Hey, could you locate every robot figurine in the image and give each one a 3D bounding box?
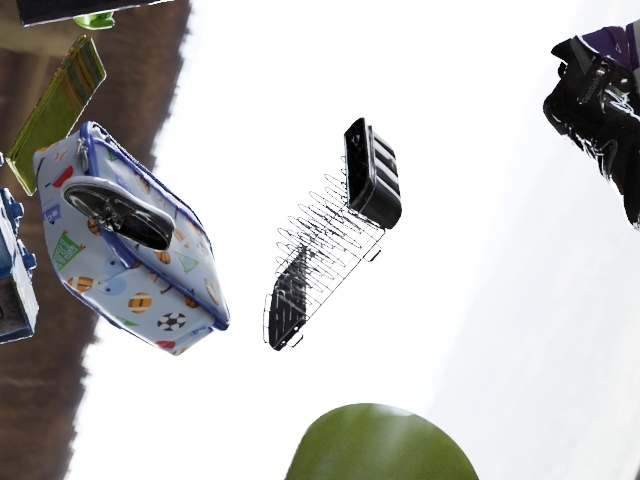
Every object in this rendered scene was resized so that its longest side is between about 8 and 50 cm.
[{"bbox_3d":[-0.351,-0.369,2.098,0.067,0.101,0.115,-32,-16,-17],"label":"robot figurine"}]

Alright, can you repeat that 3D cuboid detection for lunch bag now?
[{"bbox_3d":[-0.239,-0.007,1.736,0.303,0.115,0.243,47,-159,-47],"label":"lunch bag"}]

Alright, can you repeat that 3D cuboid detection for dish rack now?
[{"bbox_3d":[0.000,0.000,1.678,0.271,0.074,0.208,-49,17,23],"label":"dish rack"}]

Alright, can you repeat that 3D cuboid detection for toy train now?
[{"bbox_3d":[-0.284,-0.004,1.124,0.105,0.080,0.184,-109,6,-63],"label":"toy train"}]

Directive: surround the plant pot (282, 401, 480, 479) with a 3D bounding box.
[{"bbox_3d":[0.040,0.399,1.742,0.293,0.274,0.275,-50,-22,-57],"label":"plant pot"}]

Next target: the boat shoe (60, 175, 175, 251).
[{"bbox_3d":[-0.229,-0.030,1.562,0.049,0.142,0.040,-53,25,30],"label":"boat shoe"}]

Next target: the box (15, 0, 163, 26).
[{"bbox_3d":[-0.151,-0.351,1.357,0.343,0.312,0.179,-109,10,-70],"label":"box"}]

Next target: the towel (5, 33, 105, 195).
[{"bbox_3d":[-0.388,-0.186,2.038,0.102,0.021,0.237,71,-140,-57],"label":"towel"}]

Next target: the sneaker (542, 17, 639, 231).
[{"bbox_3d":[0.295,-0.111,1.422,0.107,0.124,0.283,68,-160,-43],"label":"sneaker"}]
